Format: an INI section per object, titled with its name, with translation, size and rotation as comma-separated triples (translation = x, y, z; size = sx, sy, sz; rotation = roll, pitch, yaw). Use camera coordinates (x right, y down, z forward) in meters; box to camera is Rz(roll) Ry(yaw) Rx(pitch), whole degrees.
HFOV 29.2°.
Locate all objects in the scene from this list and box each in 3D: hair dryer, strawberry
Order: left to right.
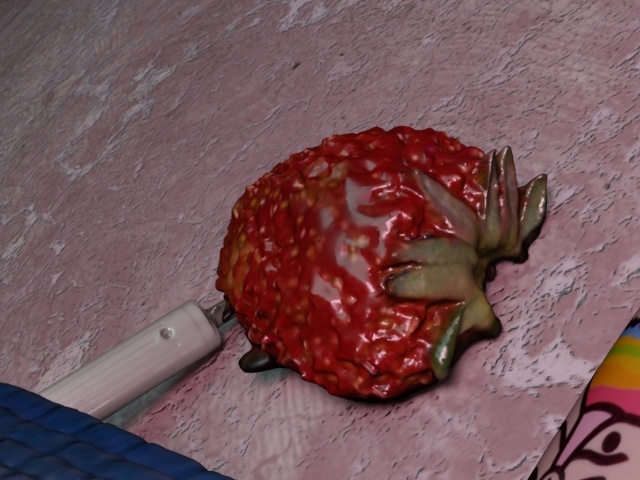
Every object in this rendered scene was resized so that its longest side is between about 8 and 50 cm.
[hair dryer]
translation = -0.179, 0.130, 1.041
size = 0.357, 0.173, 0.107
rotation = -31, 67, -20
[strawberry]
translation = 0.000, 0.000, 0.947
size = 0.306, 0.138, 0.233
rotation = 5, 58, 39

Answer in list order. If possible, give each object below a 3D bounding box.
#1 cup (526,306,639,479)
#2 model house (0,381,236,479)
[cup]
translation = 0.178, 0.126, 0.554
size = 0.200, 0.191, 0.253
rotation = -59, 11, -10
[model house]
translation = -0.244, 0.279, 0.645
size = 0.395, 0.400, 0.445
rotation = 14, 61, 51
